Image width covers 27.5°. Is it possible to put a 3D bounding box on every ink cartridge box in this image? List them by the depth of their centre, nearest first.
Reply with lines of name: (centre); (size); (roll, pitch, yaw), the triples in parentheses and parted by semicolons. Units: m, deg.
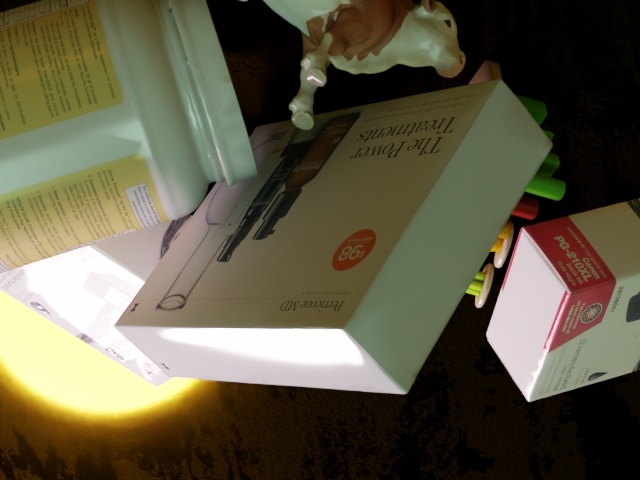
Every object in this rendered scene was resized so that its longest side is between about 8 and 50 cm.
ink cartridge box: (0.310, 0.051, 1.346); (0.237, 0.100, 0.172); (-13, 139, -21)
ink cartridge box: (-0.232, 0.033, 1.515); (0.273, 0.115, 0.198); (35, 142, -18)

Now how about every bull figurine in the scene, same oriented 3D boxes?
bull figurine: (-0.005, -0.226, 1.200); (0.310, 0.188, 0.101); (41, 143, -16)

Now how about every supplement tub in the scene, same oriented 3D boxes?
supplement tub: (-0.248, -0.111, 1.258); (0.331, 0.241, 0.241); (-17, 131, -4)

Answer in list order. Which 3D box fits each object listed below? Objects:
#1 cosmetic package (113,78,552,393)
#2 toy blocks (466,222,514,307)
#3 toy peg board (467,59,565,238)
cosmetic package: (0.000, 0.000, 1.236); (0.097, 0.284, 0.377); (45, 152, -27)
toy blocks: (0.127, 0.008, 1.461); (0.148, 0.054, 0.123); (17, 134, -2)
toy peg board: (0.173, -0.064, 1.319); (0.079, 0.161, 0.160); (14, 136, -20)
